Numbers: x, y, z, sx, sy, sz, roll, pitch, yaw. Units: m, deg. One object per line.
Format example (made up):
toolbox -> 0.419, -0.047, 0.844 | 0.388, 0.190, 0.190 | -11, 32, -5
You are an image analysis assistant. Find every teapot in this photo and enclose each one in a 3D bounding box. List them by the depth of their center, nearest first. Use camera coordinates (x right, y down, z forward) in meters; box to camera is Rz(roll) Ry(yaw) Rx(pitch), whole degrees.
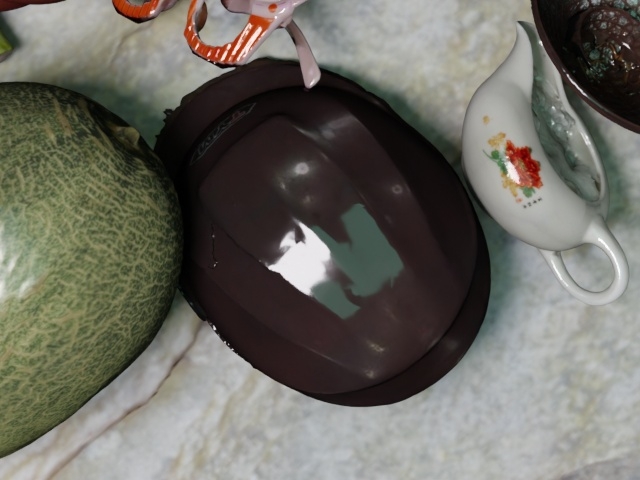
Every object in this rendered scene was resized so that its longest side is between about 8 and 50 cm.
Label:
teapot -> 0.169, -0.051, 1.509 | 0.092, 0.145, 0.226 | -29, 83, 33

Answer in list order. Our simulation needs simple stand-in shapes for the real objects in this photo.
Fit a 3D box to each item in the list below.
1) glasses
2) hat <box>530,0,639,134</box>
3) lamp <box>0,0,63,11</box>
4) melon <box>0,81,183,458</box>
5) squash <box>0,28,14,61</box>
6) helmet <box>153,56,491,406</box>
glasses -> -0.053, -0.213, 1.468 | 0.255, 0.095, 0.162 | 30, 100, 39
hat -> 0.231, -0.144, 1.538 | 0.193, 0.082, 0.193 | 14, 55, -21
lamp -> -0.226, -0.307, 1.340 | 0.303, 0.257, 0.303 | 7, 109, 22
melon -> -0.250, 0.030, 1.430 | 0.329, 0.248, 0.248 | -41, 95, 9
squash -> -0.318, -0.242, 1.491 | 0.083, 0.083, 0.250 | -23, 96, -2
helmet -> 0.000, 0.000, 1.482 | 0.305, 0.177, 0.225 | 42, 92, -7
